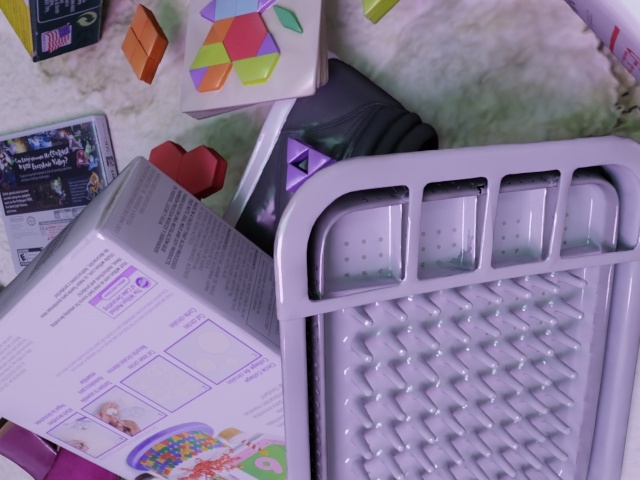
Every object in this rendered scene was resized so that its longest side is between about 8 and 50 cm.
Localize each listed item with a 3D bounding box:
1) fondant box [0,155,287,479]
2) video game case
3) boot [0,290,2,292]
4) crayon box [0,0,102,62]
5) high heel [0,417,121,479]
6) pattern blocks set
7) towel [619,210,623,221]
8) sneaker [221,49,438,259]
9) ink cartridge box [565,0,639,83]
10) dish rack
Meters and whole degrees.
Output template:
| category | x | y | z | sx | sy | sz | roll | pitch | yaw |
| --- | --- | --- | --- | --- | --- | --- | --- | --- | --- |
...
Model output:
| category | x | y | z | sx | sy | sz | roll | pitch | yaw |
| --- | --- | --- | --- | --- | --- | --- | --- | --- | --- |
| fondant box | -0.105 | 0.119 | 0.531 | 0.238 | 0.096 | 0.330 | -35 | 118 | 28 |
| video game case | -0.311 | -0.048 | 0.727 | 0.190 | 0.022 | 0.173 | -4 | 100 | 28 |
| boot | -0.479 | 0.033 | 0.822 | 0.106 | 0.037 | 0.114 | -15 | 90 | 26 |
| crayon box | -0.314 | -0.360 | 0.570 | 0.319 | 0.081 | 0.202 | 56 | 151 | 4 |
| high heel | -0.206 | 0.174 | 0.704 | 0.377 | 0.127 | 0.181 | -39 | 112 | 24 |
| pattern blocks set | -0.058 | -0.190 | 0.507 | 0.285 | 0.026 | 0.325 | -17 | 74 | 26 |
| towel | 0.368 | 0.022 | 0.404 | 0.274 | 0.031 | 0.199 | -20 | 92 | 29 |
| sneaker | 0.000 | 0.000 | 0.535 | 0.146 | 0.104 | 0.296 | 31 | 109 | 22 |
| ink cartridge box | 0.172 | -0.199 | 0.346 | 0.119 | 0.207 | 0.353 | -43 | 81 | 26 |
| dish rack | 0.100 | 0.093 | 0.450 | 0.072 | 0.285 | 0.333 | -144 | 50 | -64 |
